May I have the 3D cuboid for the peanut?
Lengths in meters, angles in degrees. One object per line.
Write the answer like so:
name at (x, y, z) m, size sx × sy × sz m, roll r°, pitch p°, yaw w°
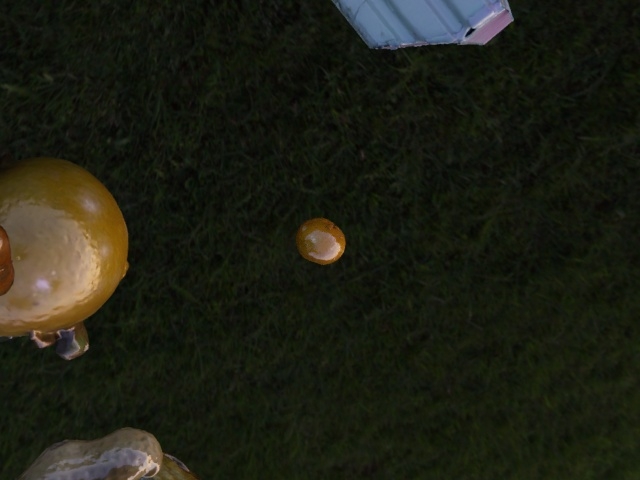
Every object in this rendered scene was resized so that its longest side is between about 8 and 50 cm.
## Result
peanut at (-0.323, 0.318, 1.072) m, size 0.214 × 0.099 × 0.099 m, roll -13°, pitch 117°, yaw -19°

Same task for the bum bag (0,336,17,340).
bum bag at (-0.594, 0.161, 1.532) m, size 0.123 × 0.248 × 0.060 m, roll -12°, pitch 90°, yaw 1°

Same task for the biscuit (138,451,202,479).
biscuit at (-0.376, 0.631, 1.939) m, size 0.329 × 0.335 × 0.078 m, roll 36°, pitch 93°, yaw -12°

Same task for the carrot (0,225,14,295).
carrot at (-0.401, 0.021, 0.941) m, size 0.060 × 0.060 × 0.186 m, roll 10°, pitch 155°, yaw -14°

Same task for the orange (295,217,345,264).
orange at (0.000, 0.000, 1.263) m, size 0.083 × 0.083 × 0.070 m, roll 22°, pitch 108°, yaw -19°

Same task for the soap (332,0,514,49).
soap at (0.113, -0.490, 1.285) m, size 0.261 × 0.156 × 0.446 m, roll -39°, pitch 82°, yaw 14°

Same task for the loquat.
loquat at (-0.472, 0.032, 1.297) m, size 0.329 × 0.328 × 0.359 m, roll -22°, pitch 99°, yaw 1°
